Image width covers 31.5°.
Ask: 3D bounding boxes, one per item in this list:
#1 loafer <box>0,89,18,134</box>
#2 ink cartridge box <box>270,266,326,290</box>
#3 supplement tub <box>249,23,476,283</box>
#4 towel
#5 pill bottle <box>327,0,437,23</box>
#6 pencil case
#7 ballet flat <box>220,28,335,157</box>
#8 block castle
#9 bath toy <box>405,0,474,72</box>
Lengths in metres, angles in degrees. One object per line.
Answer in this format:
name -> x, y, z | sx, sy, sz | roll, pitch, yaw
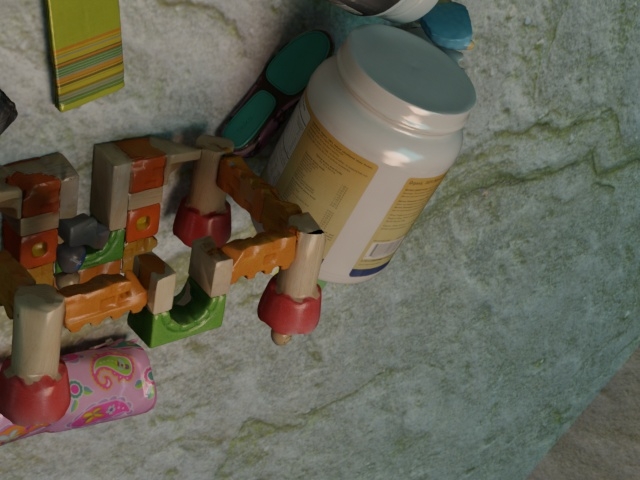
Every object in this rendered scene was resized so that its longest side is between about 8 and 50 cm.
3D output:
loafer -> -0.419, -0.105, 1.332 | 0.170, 0.062, 0.061 | -48, 149, -2
ink cartridge box -> 0.000, 0.000, 1.874 | 0.171, 0.056, 0.235 | -55, 142, 4
supplement tub -> 0.058, -0.118, 1.584 | 0.228, 0.228, 0.316 | -10, 142, -42
towel -> -0.286, -0.273, 1.365 | 0.102, 0.021, 0.237 | -30, 138, -35
pill bottle -> 0.042, -0.389, 1.495 | 0.278, 0.162, 0.162 | 13, 110, -51
pencil case -> -0.369, 0.213, 1.612 | 0.284, 0.124, 0.124 | -8, 126, -45
ballet flat -> -0.057, -0.208, 1.630 | 0.221, 0.077, 0.079 | -50, 162, 7
block castle -> -0.244, 0.046, 1.442 | 0.453, 0.303, 0.213 | -17, 133, -36
bath toy -> 0.135, -0.210, 1.781 | 0.129, 0.151, 0.348 | 8, 125, -7
